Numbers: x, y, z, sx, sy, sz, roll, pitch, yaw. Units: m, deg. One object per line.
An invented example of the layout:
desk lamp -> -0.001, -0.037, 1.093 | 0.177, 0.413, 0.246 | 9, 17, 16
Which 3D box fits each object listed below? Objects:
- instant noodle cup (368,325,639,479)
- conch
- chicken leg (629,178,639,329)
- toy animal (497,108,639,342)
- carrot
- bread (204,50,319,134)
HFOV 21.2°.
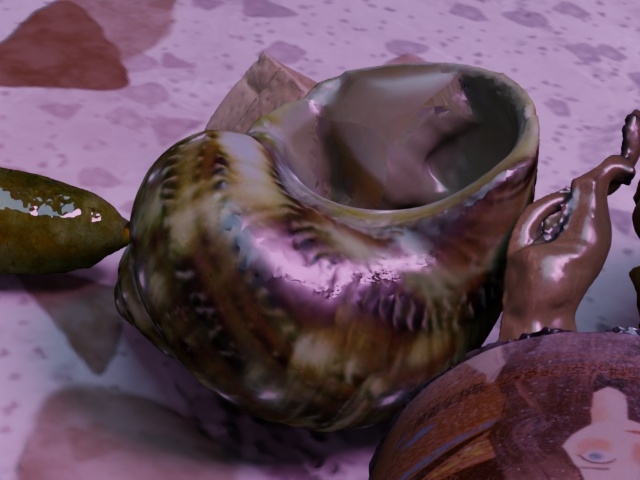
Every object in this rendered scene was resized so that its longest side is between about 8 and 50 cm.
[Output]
instant noodle cup -> 0.082, 0.150, 0.530 | 0.217, 0.217, 0.207 | 13, 30, 4
conch -> -0.001, 0.002, 0.770 | 0.181, 0.124, 0.187 | 11, 45, 6
chicken leg -> 0.256, 0.012, 0.668 | 0.182, 0.295, 0.409 | -27, 39, -10
toy animal -> 0.107, 0.042, 0.718 | 0.086, 0.069, 0.220 | 27, 70, -13
carrot -> -0.266, -0.024, 0.799 | 0.358, 0.074, 0.074 | 5, 36, -8
bread -> 0.004, -0.021, 0.896 | 0.152, 0.105, 0.077 | 25, 21, -38
